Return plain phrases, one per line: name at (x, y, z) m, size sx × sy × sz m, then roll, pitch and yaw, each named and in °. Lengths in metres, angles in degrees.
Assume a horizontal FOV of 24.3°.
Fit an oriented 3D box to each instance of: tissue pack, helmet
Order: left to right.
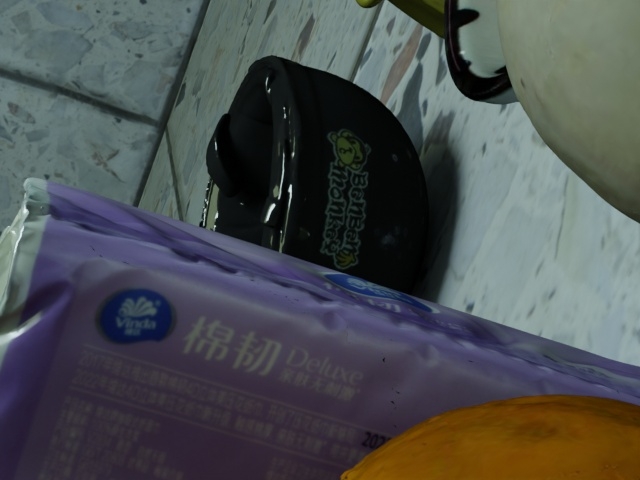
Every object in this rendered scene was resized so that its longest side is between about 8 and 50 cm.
tissue pack at (-0.015, 0.133, 0.678) m, size 0.160 × 0.338 × 0.242 m, roll -132°, pitch 62°, yaw -76°
helmet at (0.000, 0.000, 1.150) m, size 0.230 × 0.160 × 0.279 m, roll 150°, pitch 123°, yaw -66°

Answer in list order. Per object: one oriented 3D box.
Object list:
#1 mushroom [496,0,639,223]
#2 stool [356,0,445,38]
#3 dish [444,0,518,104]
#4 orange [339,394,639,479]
mushroom at (0.164, -0.103, 0.582) m, size 0.209 × 0.206 × 0.206 m, roll -94°, pitch 25°, yaw -71°
stool at (0.095, -0.216, 1.144) m, size 0.134 × 0.110 × 0.135 m, roll -88°, pitch 22°, yaw -44°
dish at (0.173, -0.193, 0.788) m, size 0.303 × 0.120 × 0.303 m, roll -163°, pitch 90°, yaw -76°
orange at (0.077, 0.191, 0.475) m, size 0.284 × 0.226 × 0.284 m, roll -167°, pitch 90°, yaw -81°
